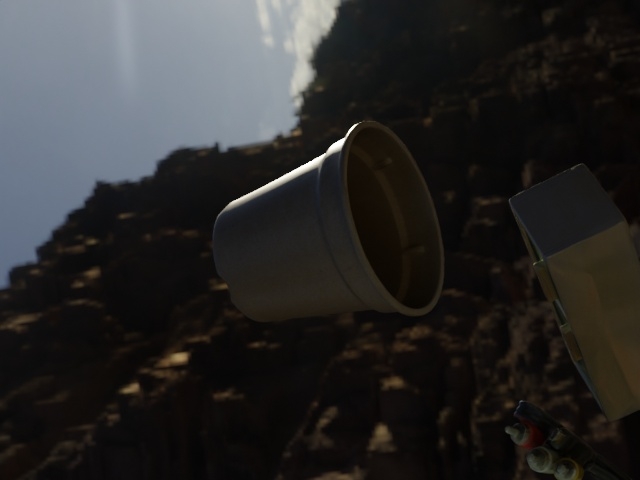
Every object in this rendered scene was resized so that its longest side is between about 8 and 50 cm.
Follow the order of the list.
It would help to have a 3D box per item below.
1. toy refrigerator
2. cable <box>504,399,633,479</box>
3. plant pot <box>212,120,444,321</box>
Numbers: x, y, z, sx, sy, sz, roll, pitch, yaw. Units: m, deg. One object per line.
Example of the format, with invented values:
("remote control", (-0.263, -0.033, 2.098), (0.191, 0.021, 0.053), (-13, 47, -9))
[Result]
("toy refrigerator", (0.281, 0.061, 1.207), (0.269, 0.094, 0.102), (61, -175, -40))
("cable", (0.342, 0.304, 1.611), (0.139, 0.072, 0.287), (40, -179, 42))
("plant pot", (0.000, 0.000, 1.997), (0.334, 0.306, 0.333), (35, -134, -48))
